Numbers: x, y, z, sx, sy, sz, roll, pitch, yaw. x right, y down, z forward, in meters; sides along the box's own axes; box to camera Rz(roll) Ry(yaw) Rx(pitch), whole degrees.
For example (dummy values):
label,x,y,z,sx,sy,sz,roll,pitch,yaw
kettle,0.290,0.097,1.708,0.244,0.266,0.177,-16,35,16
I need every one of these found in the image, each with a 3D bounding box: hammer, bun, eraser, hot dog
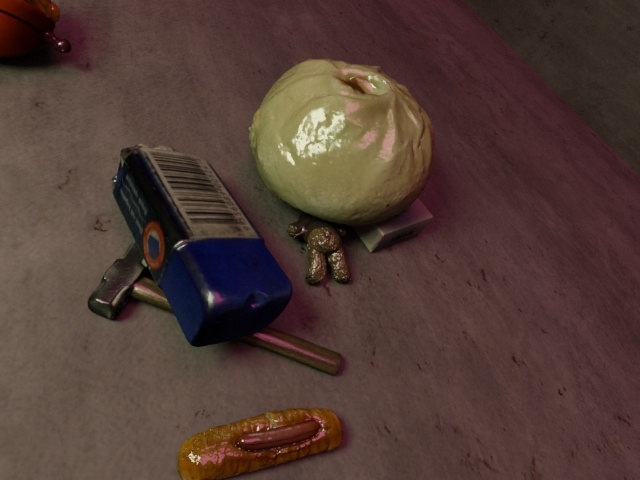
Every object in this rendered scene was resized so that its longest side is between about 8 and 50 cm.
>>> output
label,x,y,z,sx,sy,sz,roll,pitch,yaw
hammer,-0.138,0.119,0.597,0.366,0.043,0.111,24,46,-8
bun,0.053,-0.213,0.750,0.365,0.202,0.364,9,51,-11
eraser,-0.180,-0.010,0.596,0.155,0.101,0.332,-3,47,-48
hot dog,-0.068,0.253,0.512,0.216,0.047,0.066,1,51,-24

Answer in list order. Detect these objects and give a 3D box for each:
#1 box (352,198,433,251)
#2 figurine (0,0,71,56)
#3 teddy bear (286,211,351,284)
label,x,y,z,sx,sy,sz,roll,pitch,yaw
box,0.106,-0.103,0.861,0.155,0.067,0.243,-20,63,-33
figurine,-0.632,-0.429,0.700,0.323,0.196,0.320,-6,16,-16
teddy bear,0.003,-0.003,0.729,0.119,0.078,0.160,-3,56,-22
